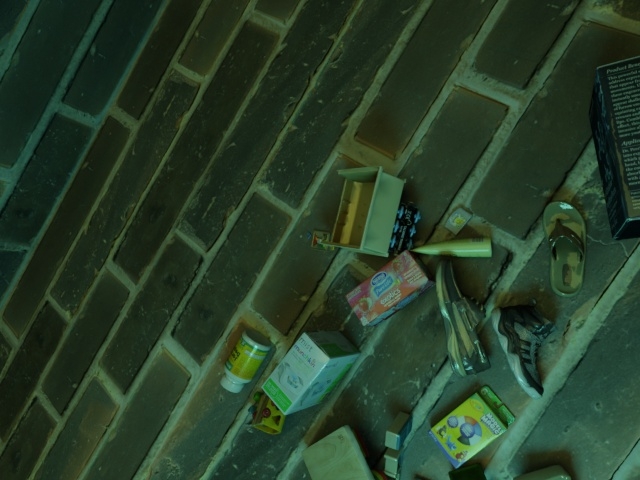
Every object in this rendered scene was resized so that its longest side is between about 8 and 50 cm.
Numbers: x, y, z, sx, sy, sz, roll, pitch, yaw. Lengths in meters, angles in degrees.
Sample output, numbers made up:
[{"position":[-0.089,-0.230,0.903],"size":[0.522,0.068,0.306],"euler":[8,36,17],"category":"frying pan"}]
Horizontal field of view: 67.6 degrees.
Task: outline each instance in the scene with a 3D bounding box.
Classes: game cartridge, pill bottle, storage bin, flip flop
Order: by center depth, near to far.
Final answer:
[{"position":[0.689,0.020,1.351],"size":[0.112,0.080,0.276],"euler":[-1,81,26],"category":"flip flop"},{"position":[0.438,-0.063,1.527],"size":[0.056,0.017,0.083],"euler":[42,100,30],"category":"game cartridge"},{"position":[0.128,-0.096,1.575],"size":[0.260,0.123,0.262],"euler":[8,84,57],"category":"storage bin"},{"position":[-0.277,0.439,1.734],"size":[0.118,0.118,0.208],"euler":[33,97,27],"category":"pill bottle"}]

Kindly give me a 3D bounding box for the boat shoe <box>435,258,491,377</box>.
[{"position":[0.428,0.224,1.432],"size":[0.130,0.132,0.355],"euler":[-11,85,14],"category":"boat shoe"}]

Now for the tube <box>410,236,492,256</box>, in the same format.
[{"position":[0.408,0.025,1.493],"size":[0.240,0.070,0.062],"euler":[-2,52,21],"category":"tube"}]

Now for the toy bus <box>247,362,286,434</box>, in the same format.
[{"position":[-0.156,0.566,1.658],"size":[0.104,0.191,0.202],"euler":[32,99,-16],"category":"toy bus"}]

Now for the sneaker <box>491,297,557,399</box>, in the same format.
[{"position":[0.595,0.295,1.335],"size":[0.153,0.101,0.268],"euler":[-27,68,23],"category":"sneaker"}]

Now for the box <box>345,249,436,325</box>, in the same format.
[{"position":[0.226,0.156,1.530],"size":[0.257,0.128,0.122],"euler":[-39,67,16],"category":"box"}]

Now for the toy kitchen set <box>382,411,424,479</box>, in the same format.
[{"position":[0.287,0.658,1.439],"size":[0.166,0.122,0.207],"euler":[10,106,27],"category":"toy kitchen set"}]

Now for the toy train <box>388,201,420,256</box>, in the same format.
[{"position":[0.266,-0.034,1.554],"size":[0.080,0.105,0.184],"euler":[16,84,0],"category":"toy train"}]

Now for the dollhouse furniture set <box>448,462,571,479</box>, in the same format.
[{"position":[0.539,0.722,1.312],"size":[0.302,0.151,0.197],"euler":[-19,94,5],"category":"dollhouse furniture set"}]

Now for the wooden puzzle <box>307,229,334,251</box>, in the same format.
[{"position":[0.000,0.000,1.733],"size":[0.116,0.014,0.078],"euler":[2,82,27],"category":"wooden puzzle"}]

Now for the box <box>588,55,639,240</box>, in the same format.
[{"position":[0.833,-0.226,1.204],"size":[0.212,0.293,0.395],"euler":[-9,77,25],"category":"box"}]

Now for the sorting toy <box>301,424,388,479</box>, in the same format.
[{"position":[0.088,0.725,1.478],"size":[0.257,0.089,0.255],"euler":[-48,60,39],"category":"sorting toy"}]

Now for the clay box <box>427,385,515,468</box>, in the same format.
[{"position":[0.440,0.542,1.398],"size":[0.222,0.053,0.127],"euler":[-46,65,13],"category":"clay box"}]

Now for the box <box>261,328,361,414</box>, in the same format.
[{"position":[-0.024,0.410,1.534],"size":[0.127,0.262,0.231],"euler":[42,99,25],"category":"box"}]
